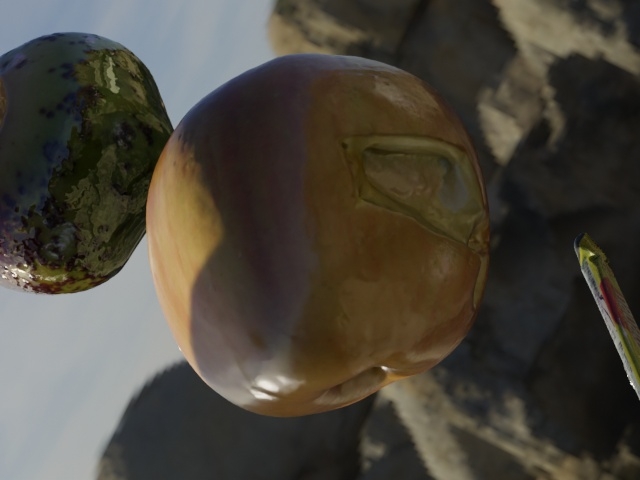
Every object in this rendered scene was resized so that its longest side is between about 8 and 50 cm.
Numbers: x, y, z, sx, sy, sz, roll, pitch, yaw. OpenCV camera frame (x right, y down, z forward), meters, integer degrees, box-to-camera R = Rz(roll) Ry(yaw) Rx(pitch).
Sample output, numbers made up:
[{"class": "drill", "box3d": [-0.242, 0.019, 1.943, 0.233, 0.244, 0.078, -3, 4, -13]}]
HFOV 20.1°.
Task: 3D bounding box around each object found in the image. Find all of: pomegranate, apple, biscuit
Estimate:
[{"class": "pomegranate", "box3d": [-0.234, -0.071, 1.411, 0.214, 0.248, 0.214, -22, 56, 38]}, {"class": "apple", "box3d": [0.000, 0.000, 0.924, 0.199, 0.199, 0.199, -64, 0, 1]}, {"class": "biscuit", "box3d": [0.255, 0.100, 1.447, 0.026, 0.048, 0.292, -36, 38, 17]}]
